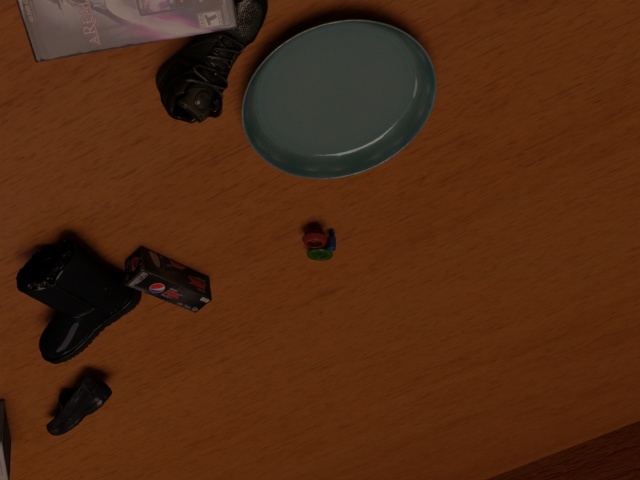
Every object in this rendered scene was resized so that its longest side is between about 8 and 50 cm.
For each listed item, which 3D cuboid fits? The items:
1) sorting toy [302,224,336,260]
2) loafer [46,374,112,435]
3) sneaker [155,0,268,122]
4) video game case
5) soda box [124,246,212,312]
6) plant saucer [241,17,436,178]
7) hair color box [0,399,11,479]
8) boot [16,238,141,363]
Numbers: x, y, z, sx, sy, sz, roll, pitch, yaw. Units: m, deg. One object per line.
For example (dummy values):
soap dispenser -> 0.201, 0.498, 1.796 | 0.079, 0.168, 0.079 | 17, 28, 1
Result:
sorting toy -> 0.000, 0.000, 1.570 | 0.061, 0.042, 0.102 | -2, 153, 9
loafer -> -0.542, 0.360, 1.793 | 0.078, 0.076, 0.223 | 47, 124, -8
sneaker -> -0.148, -0.253, 1.163 | 0.227, 0.130, 0.087 | -41, 135, 23
video game case -> -0.258, -0.349, 1.050 | 0.274, 0.026, 0.196 | -12, 120, -5
soda box -> -0.287, 0.077, 1.546 | 0.053, 0.060, 0.168 | -37, 136, 26
plant saucer -> 0.028, -0.227, 1.311 | 0.317, 0.044, 0.318 | -8, 139, -7
hair color box -> -0.872, 0.450, 1.753 | 0.374, 0.114, 0.185 | -2, 138, -16
boot -> -0.481, 0.111, 1.497 | 0.246, 0.094, 0.207 | -35, 140, 12
